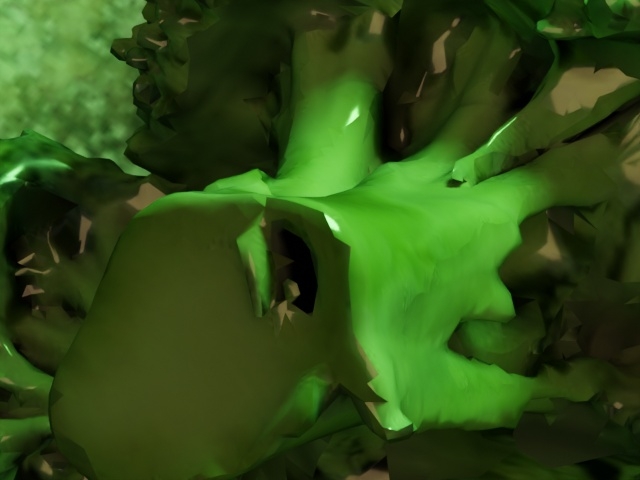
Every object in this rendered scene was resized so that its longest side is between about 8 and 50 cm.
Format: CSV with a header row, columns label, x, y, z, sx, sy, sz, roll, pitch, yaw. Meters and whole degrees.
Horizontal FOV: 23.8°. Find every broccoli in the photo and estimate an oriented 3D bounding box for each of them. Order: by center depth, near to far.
label,x,y,z,sx,sy,sz,roll,pitch,yaw
broccoli,0.001,-0.015,0.496,0.375,0.302,0.249,-19,65,19
